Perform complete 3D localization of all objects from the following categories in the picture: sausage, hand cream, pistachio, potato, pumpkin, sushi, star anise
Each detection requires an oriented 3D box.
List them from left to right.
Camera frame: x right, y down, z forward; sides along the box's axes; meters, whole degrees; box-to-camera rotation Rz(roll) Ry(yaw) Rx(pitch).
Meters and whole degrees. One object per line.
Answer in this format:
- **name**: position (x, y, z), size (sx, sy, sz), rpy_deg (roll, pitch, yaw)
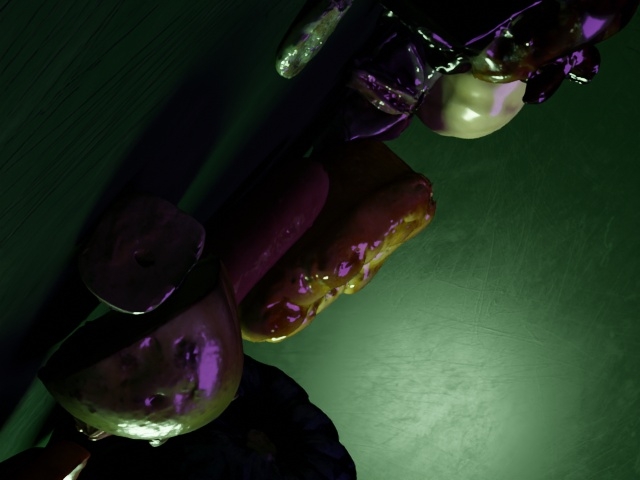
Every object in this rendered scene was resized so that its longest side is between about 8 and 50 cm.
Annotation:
- **potato**: position (-0.121, 0.099, 1.167), size (0.160, 0.111, 0.272), rpy_deg (-32, -171, -1)
- **pumpkin**: position (-0.129, 0.282, 1.651), size (0.266, 0.363, 0.363), rpy_deg (-50, 179, 36)
- **sausage**: position (-0.114, 0.043, 1.558), size (0.433, 0.088, 0.088), rpy_deg (-50, 178, -34)
- **hand cream**: position (0.037, -0.173, 1.885), size (0.052, 0.038, 0.216), rpy_deg (-90, -155, -46)
- **star anise**: position (0.086, -0.193, 1.734), size (0.229, 0.093, 0.236), rpy_deg (-54, 172, 27)
- **pistachio**: position (0.200, -0.239, 1.984), size (0.318, 0.214, 0.193), rpy_deg (-63, 153, -75)
- **sushi**: position (0.190, -0.241, 1.380), size (0.215, 0.212, 0.227), rpy_deg (-50, 177, -2)

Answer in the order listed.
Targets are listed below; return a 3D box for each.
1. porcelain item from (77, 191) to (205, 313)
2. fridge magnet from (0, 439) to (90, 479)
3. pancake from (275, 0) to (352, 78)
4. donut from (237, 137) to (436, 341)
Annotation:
- **porcelain item**: position (-0.128, 0.014, 1.075), size (0.081, 0.069, 0.215), rpy_deg (-56, -177, -5)
- **fridge magnet**: position (-0.299, 0.312, 1.185), size (0.363, 0.155, 0.363), rpy_deg (-51, 179, -1)
- **pancake**: position (0.007, -0.174, 1.160), size (0.116, 0.022, 0.129), rpy_deg (-49, 180, 35)
- **donut**: position (0.000, 0.000, 1.866), size (0.299, 0.150, 0.317), rpy_deg (-44, 173, 12)
